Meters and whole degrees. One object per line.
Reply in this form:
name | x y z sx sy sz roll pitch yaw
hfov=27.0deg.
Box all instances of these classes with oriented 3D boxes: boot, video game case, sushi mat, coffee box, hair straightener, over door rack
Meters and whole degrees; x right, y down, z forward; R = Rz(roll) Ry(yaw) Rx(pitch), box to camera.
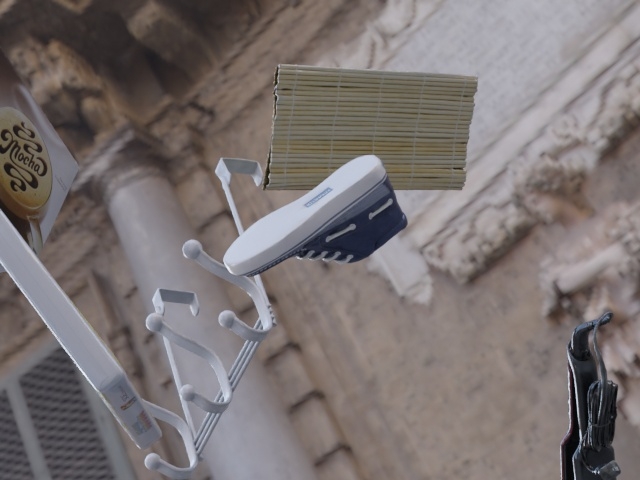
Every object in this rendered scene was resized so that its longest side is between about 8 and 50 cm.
boot | 0.000 0.000 1.339 0.190 0.069 0.086 -33 -63 -8
video game case | -0.209 0.050 1.036 0.026 0.227 0.206 -36 -17 -11
sushi mat | 0.069 -0.135 1.642 0.316 0.019 0.151 -2 -79 -36
coffee box | -0.393 -0.124 1.390 0.118 0.168 0.297 -12 -52 22
hair straightener | 0.247 0.170 1.160 0.047 0.089 0.230 -7 -66 -15
over door rack | -0.149 0.078 1.533 0.108 0.324 0.239 18 -58 -19
